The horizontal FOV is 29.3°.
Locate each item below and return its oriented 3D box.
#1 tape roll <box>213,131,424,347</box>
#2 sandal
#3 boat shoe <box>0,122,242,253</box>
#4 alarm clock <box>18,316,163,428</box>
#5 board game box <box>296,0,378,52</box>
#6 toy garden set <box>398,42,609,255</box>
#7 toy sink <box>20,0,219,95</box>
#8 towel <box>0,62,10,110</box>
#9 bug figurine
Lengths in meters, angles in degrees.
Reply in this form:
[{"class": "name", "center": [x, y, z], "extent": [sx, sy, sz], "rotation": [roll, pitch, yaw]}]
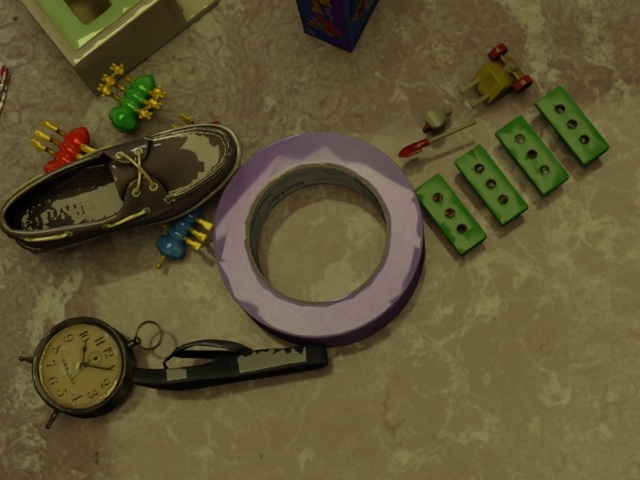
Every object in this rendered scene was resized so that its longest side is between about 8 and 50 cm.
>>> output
[{"class": "tape roll", "center": [0.000, 0.000, 1.615], "extent": [0.275, 0.090, 0.275], "rotation": [-2, 76, 6]}, {"class": "sandal", "center": [-0.119, 0.155, 1.591], "extent": [0.254, 0.097, 0.054], "rotation": [-7, 77, -7]}, {"class": "boat shoe", "center": [-0.258, -0.071, 1.585], "extent": [0.324, 0.097, 0.116], "rotation": [-20, 84, 4]}, {"class": "alarm clock", "center": [-0.293, 0.161, 1.616], "extent": [0.192, 0.064, 0.129], "rotation": [-27, 72, 4]}, {"class": "board game box", "center": [0.076, -0.458, 1.645], "extent": [0.078, 0.233, 0.347], "rotation": [25, 80, 11]}, {"class": "toy garden set", "center": [0.227, -0.127, 1.645], "extent": [0.244, 0.049, 0.204], "rotation": [-35, 77, -2]}, {"class": "toy sink", "center": [-0.281, -0.346, 1.707], "extent": [0.234, 0.131, 0.153], "rotation": [-38, 76, -4]}, {"class": "towel", "center": [-0.534, -0.171, 1.743], "extent": [0.144, 0.029, 0.197], "rotation": [10, 78, 9]}, {"class": "bug figurine", "center": [-0.243, -0.106, 1.673], "extent": [0.279, 0.072, 0.216], "rotation": [34, 88, 8]}]
